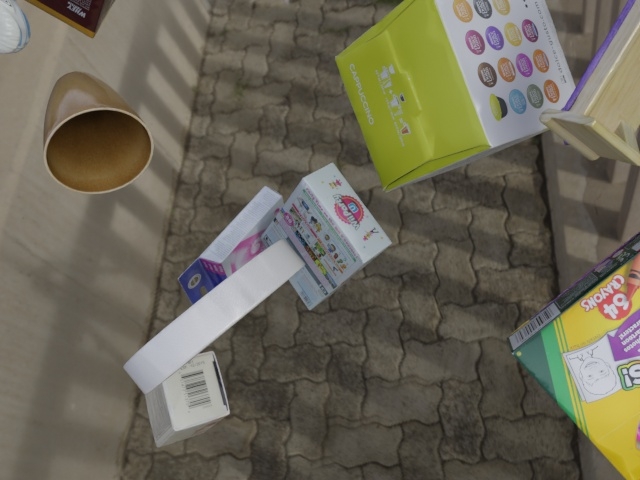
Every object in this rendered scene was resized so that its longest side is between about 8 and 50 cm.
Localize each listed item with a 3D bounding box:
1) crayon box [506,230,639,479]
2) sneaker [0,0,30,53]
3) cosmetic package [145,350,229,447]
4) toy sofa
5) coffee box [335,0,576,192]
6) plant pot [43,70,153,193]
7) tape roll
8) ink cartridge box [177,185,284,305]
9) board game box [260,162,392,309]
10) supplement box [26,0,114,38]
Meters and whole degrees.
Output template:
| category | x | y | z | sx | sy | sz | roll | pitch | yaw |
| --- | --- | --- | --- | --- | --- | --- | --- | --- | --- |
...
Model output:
| category | x | y | z | sx | sy | sz | roll | pitch | yaw |
| --- | --- | --- | --- | --- | --- | --- | --- | --- | --- |
| crayon box | 0.572 | 0.186 | 1.112 | 0.363 | 0.106 | 0.313 | -43 | 89 | 13 |
| sneaker | -0.482 | -0.348 | 0.839 | 0.085 | 0.237 | 0.086 | -36 | 22 | 1 |
| cosmetic package | -0.316 | 0.373 | 1.482 | 0.129 | 0.296 | 0.153 | -10 | 72 | -26 |
| toy sofa | 0.522 | -0.323 | 1.080 | 0.363 | 0.150 | 0.177 | -61 | 31 | 6 |
| coffee box | 0.294 | -0.340 | 1.400 | 0.334 | 0.338 | 0.338 | -21 | 91 | -34 |
| plant pot | -0.544 | -0.279 | 1.497 | 0.237 | 0.237 | 0.254 | -33 | 54 | 1 |
| tape roll | -0.197 | 0.142 | 1.228 | 0.392 | 0.392 | 0.072 | -39 | 89 | -2 |
| ink cartridge box | -0.202 | 0.068 | 1.686 | 0.071 | 0.324 | 0.330 | 31 | 68 | 20 |
| board game box | 0.000 | 0.000 | 1.459 | 0.097 | 0.303 | 0.224 | -31 | 82 | -32 |
| supplement box | -0.378 | -0.438 | 0.930 | 0.194 | 0.191 | 0.129 | -28 | 39 | 59 |
